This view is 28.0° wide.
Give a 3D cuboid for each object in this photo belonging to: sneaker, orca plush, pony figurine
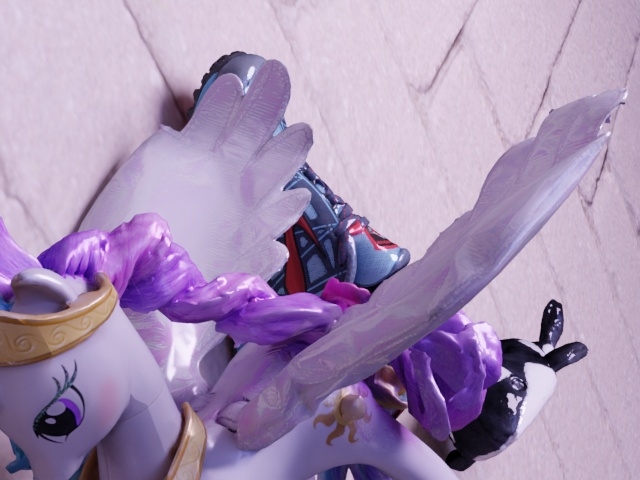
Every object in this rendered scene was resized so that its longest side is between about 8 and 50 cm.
[{"bbox_3d":[0.000,0.000,0.827,0.104,0.125,0.261,-31,108,-61],"label":"sneaker"},{"bbox_3d":[0.150,0.098,1.099,0.102,0.151,0.287,47,33,6],"label":"orca plush"},{"bbox_3d":[-0.019,0.082,0.636,0.351,0.303,0.363,-46,123,-37],"label":"pony figurine"}]
